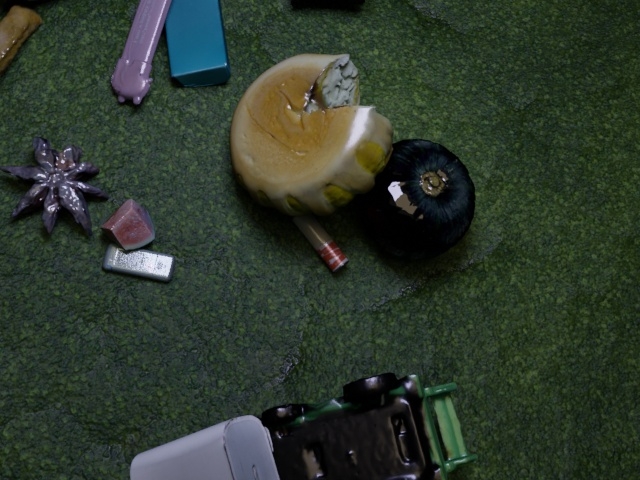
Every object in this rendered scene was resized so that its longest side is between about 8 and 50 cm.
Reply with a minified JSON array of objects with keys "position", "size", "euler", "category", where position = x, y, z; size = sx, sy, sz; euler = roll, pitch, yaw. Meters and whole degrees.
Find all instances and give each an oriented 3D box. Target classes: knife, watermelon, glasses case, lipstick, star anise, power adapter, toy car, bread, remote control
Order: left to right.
[{"position":[-0.480,-0.100,1.239],"size":[0.180,0.061,0.205],"euler":[-9,74,-14],"category":"star anise"},{"position":[-0.340,-0.026,1.236],"size":[0.092,0.072,0.085],"euler":[28,76,-1],"category":"watermelon"},{"position":[-0.327,0.040,1.245],"size":[0.124,0.018,0.053],"euler":[11,69,-7],"category":"remote control"},{"position":[-0.327,-0.454,1.358],"size":[0.132,0.038,0.399],"euler":[12,81,27],"category":"knife"},{"position":[-0.196,0.399,1.065],"size":[0.255,0.124,0.187],"euler":[-24,73,21],"category":"power adapter"},{"position":[-0.256,-0.460,1.402],"size":[0.117,0.070,0.301],"euler":[-10,75,3],"category":"glasses case"},{"position":[-0.022,-0.184,1.270],"size":[0.333,0.160,0.333],"euler":[-12,63,26],"category":"bread"},{"position":[0.000,0.000,1.310],"size":[0.038,0.038,0.131],"euler":[-35,81,-19],"category":"lipstick"},{"position":[0.066,0.343,1.134],"size":[0.358,0.176,0.213],"euler":[-18,75,9],"category":"toy car"}]

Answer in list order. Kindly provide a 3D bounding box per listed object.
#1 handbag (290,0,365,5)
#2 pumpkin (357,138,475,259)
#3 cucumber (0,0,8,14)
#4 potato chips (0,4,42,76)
[{"position":[0.003,-0.603,1.452],"size":[0.169,0.155,0.215],"euler":[-7,75,-6],"category":"handbag"},{"position":[0.179,-0.079,1.306],"size":[0.233,0.163,0.233],"euler":[4,72,-12],"category":"pumpkin"},{"position":[-0.741,-0.522,1.325],"size":[0.300,0.072,0.072],"euler":[30,69,0],"category":"cucumber"},{"position":[-0.631,-0.289,1.268],"size":[0.057,0.080,0.407],"euler":[29,69,-12],"category":"potato chips"}]
